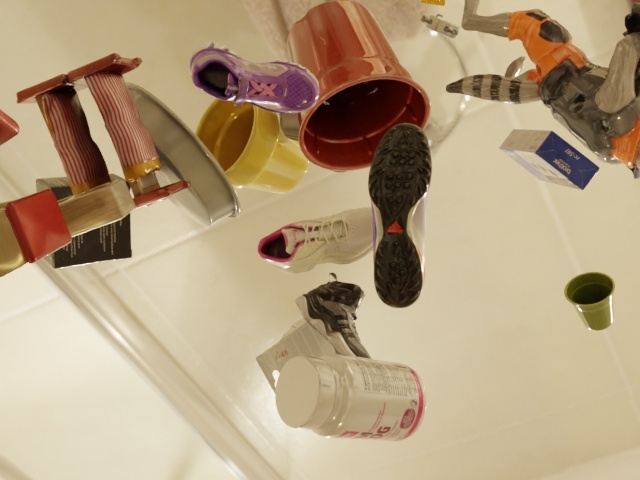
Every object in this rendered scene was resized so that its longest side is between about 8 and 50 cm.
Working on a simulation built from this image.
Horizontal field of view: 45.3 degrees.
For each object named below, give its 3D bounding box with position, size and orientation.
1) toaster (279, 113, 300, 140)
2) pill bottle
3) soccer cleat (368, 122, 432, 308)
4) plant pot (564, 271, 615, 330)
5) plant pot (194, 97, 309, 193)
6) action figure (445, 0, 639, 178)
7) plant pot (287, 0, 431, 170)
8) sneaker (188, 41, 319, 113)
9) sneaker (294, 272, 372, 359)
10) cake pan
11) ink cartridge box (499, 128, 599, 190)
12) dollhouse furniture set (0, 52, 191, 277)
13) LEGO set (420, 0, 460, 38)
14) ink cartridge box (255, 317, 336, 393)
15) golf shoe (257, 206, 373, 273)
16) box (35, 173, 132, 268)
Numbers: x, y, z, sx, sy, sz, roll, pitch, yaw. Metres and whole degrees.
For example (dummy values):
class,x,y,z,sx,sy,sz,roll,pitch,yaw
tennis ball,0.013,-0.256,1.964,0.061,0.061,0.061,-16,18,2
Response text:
class,x,y,z,sx,sy,sz,roll,pitch,yaw
toaster,-0.019,-0.342,1.893,0.129,0.227,0.146,-11,-167,-44
pill bottle,0.061,0.309,1.512,0.160,0.283,0.161,-20,-117,46
soccer cleat,0.139,-0.043,1.342,0.108,0.319,0.116,1,178,7
plant pot,0.469,0.110,1.316,0.083,0.079,0.083,-19,-147,13
plant pot,-0.167,-0.236,2.002,0.254,0.239,0.254,-19,-119,38
action figure,0.345,-0.168,1.013,0.178,0.341,0.330,-42,-128,-7
plant pot,0.057,-0.331,1.582,0.272,0.272,0.265,-25,-123,13
sneaker,-0.120,-0.267,1.313,0.236,0.095,0.104,15,-156,-2
sneaker,0.072,0.197,1.876,0.153,0.101,0.268,-42,-108,-9
cake pan,-0.253,-0.134,1.301,0.054,0.293,0.293,-44,-146,-16
ink cartridge box,0.366,-0.135,1.248,0.046,0.097,0.207,-53,-174,6
dollhouse furniture set,-0.300,-0.106,0.926,0.152,0.201,0.374,-19,-169,7
LEGO set,0.272,-0.536,1.454,0.287,0.132,0.107,-59,-174,21
ink cartridge box,-0.040,0.310,1.962,0.232,0.189,0.066,-31,-169,-20
golf shoe,0.000,0.000,1.677,0.306,0.140,0.115,-21,-108,26
box,-0.453,-0.041,1.474,0.158,0.156,0.093,-8,-161,-35
